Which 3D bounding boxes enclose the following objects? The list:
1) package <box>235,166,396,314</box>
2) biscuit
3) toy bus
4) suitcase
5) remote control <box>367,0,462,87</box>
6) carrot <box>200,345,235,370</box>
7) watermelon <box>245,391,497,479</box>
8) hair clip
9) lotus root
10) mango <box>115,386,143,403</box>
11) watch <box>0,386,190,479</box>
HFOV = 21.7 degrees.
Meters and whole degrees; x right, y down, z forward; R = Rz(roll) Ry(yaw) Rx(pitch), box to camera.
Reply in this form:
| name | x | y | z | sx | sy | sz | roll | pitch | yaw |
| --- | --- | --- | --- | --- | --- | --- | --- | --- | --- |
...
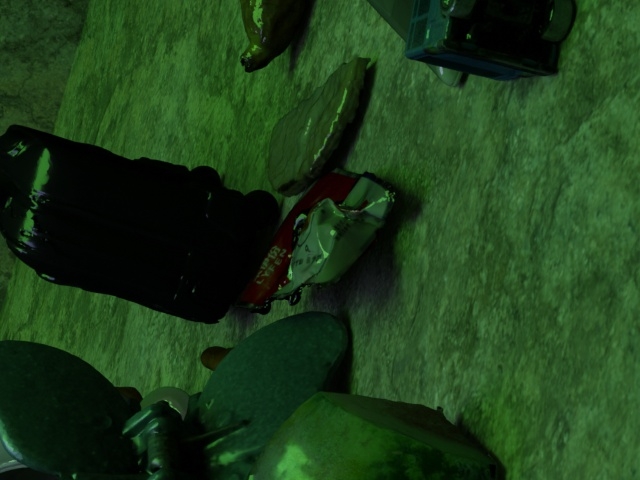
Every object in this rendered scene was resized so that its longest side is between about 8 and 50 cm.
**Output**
| name | x | y | z | sx | sy | sz | roll | pitch | yaw |
| --- | --- | --- | --- | --- | --- | --- | --- | --- | --- |
| package | 0.000 | 0.000 | 1.726 | 0.194 | 0.071 | 0.269 | -45 | 8 | -13 |
| biscuit | -0.013 | -0.114 | 1.915 | 0.250 | 0.032 | 0.133 | -33 | 40 | 61 |
| toy bus | 0.155 | -0.264 | 1.459 | 0.133 | 0.116 | 0.234 | 179 | 103 | -73 |
| suitcase | -0.260 | -0.035 | 2.099 | 0.188 | 0.339 | 0.345 | -70 | 20 | 4 |
| remote control | 0.093 | -0.260 | 1.710 | 0.313 | 0.055 | 0.109 | -120 | 47 | -62 |
| carrot | -0.105 | 0.146 | 1.995 | 0.248 | 0.043 | 0.043 | 179 | 104 | -72 |
| watermelon | 0.033 | 0.292 | 1.407 | 0.180 | 0.224 | 0.305 | -14 | -55 | -61 |
| hair clip | -0.149 | 0.274 | 1.709 | 0.238 | 0.392 | 0.318 | 88 | 174 | -46 |
| lotus root | -0.060 | -0.302 | 2.108 | 0.108 | 0.094 | 0.191 | 94 | 178 | -81 |
| mango | -0.284 | 0.330 | 2.215 | 0.187 | 0.138 | 0.257 | -42 | 50 | 29 |
| watch | -0.285 | 0.264 | 2.013 | 0.248 | 0.217 | 0.211 | -16 | 59 | 28 |
